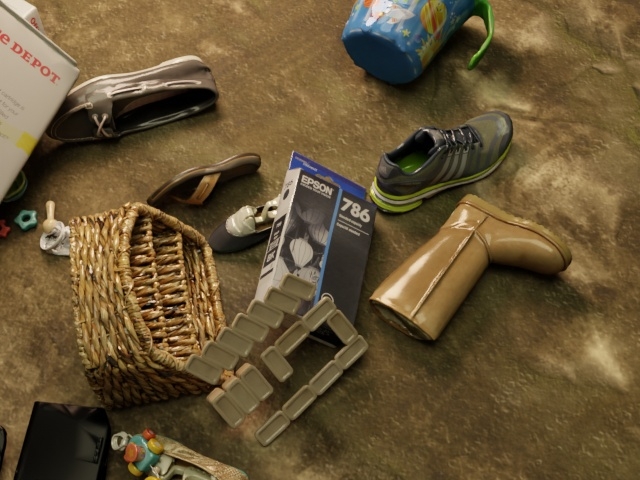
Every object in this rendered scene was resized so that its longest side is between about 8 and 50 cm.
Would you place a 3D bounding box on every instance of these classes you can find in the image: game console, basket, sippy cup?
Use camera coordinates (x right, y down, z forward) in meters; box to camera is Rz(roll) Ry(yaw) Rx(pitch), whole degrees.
[{"bbox_3d":[-0.509,0.346,1.569,0.361,0.044,0.213,4,58,3],"label":"game console"},{"bbox_3d":[-0.271,0.088,1.631,0.223,0.213,0.299,-10,58,-4],"label":"basket"},{"bbox_3d":[0.160,-0.432,1.961,0.305,0.240,0.224,14,67,39],"label":"sippy cup"}]

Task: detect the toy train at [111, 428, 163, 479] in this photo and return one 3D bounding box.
[{"bbox_3d":[-0.287,0.361,1.513,0.125,0.046,0.166,-13,68,27],"label":"toy train"}]

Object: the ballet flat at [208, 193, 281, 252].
[{"bbox_3d":[-0.103,-0.040,1.794,0.203,0.074,0.074,-17,59,-9],"label":"ballet flat"}]

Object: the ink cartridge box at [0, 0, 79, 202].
[{"bbox_3d":[-0.636,-0.219,1.746,0.160,0.279,0.385,7,63,49],"label":"ink cartridge box"}]

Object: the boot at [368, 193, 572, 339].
[{"bbox_3d":[0.253,0.069,1.711,0.236,0.089,0.269,28,62,30],"label":"boot"}]

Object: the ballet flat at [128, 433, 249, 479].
[{"bbox_3d":[-0.208,0.349,1.542,0.206,0.073,0.067,15,27,13],"label":"ballet flat"}]

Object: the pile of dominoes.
[{"bbox_3d":[-0.073,0.180,1.606,0.251,0.040,0.196,-42,110,-13],"label":"pile of dominoes"}]

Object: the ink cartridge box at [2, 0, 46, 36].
[{"bbox_3d":[-0.622,-0.349,1.956,0.087,0.153,0.208,28,63,17],"label":"ink cartridge box"}]

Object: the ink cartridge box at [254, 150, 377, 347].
[{"bbox_3d":[0.000,0.000,1.725,0.165,0.065,0.333,24,56,-21],"label":"ink cartridge box"}]

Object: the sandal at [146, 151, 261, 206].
[{"bbox_3d":[-0.204,-0.098,1.840,0.219,0.090,0.060,-18,80,-18],"label":"sandal"}]

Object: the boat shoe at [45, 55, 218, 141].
[{"bbox_3d":[-0.350,-0.252,1.912,0.335,0.112,0.095,-23,55,-17],"label":"boat shoe"}]

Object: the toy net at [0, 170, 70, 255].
[{"bbox_3d":[-0.516,-0.035,1.816,0.232,0.045,0.122,33,64,20],"label":"toy net"}]

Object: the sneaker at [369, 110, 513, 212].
[{"bbox_3d":[0.225,-0.157,1.829,0.300,0.121,0.111,-30,62,-17],"label":"sneaker"}]
